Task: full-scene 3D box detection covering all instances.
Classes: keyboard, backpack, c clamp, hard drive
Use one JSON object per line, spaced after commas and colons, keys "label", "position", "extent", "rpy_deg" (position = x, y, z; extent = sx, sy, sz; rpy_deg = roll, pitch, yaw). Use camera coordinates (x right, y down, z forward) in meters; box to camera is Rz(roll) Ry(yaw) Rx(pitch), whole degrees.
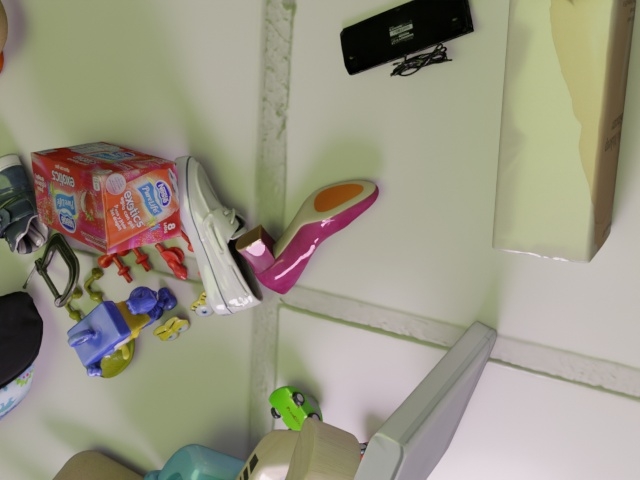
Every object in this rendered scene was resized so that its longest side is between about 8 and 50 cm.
{"label": "keyboard", "position": [0.118, -0.265, 1.238], "extent": [0.192, 0.038, 0.100], "rpy_deg": [-14, 75, 32]}
{"label": "backpack", "position": [-0.687, 0.265, 1.695], "extent": [0.355, 0.290, 0.273], "rpy_deg": [-18, 97, 40]}
{"label": "c clamp", "position": [-0.467, 0.061, 1.626], "extent": [0.161, 0.022, 0.137], "rpy_deg": [37, 107, 45]}
{"label": "hard drive", "position": [0.123, 0.267, 1.204], "extent": [0.047, 0.353, 0.233], "rpy_deg": [28, 117, 18]}

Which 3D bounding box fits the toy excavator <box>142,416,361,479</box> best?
{"label": "toy excavator", "position": [-0.138, 0.406, 1.418], "extent": [0.222, 0.433, 0.445], "rpy_deg": [25, 97, -23]}

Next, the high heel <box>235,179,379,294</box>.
{"label": "high heel", "position": [0.000, 0.000, 1.368], "extent": [0.244, 0.082, 0.117], "rpy_deg": [-29, 123, 19]}

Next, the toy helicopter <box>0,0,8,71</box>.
{"label": "toy helicopter", "position": [-0.642, -0.440, 1.529], "extent": [0.355, 0.140, 0.235], "rpy_deg": [48, 119, 10]}

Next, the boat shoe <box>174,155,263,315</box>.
{"label": "boat shoe", "position": [-0.154, -0.014, 1.432], "extent": [0.084, 0.095, 0.258], "rpy_deg": [-15, 102, 15]}

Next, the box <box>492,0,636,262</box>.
{"label": "box", "position": [0.292, -0.144, 1.109], "extent": [0.121, 0.148, 0.311], "rpy_deg": [9, 111, 25]}

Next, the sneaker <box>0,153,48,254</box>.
{"label": "sneaker", "position": [-0.584, -0.029, 1.652], "extent": [0.226, 0.086, 0.163], "rpy_deg": [-32, 86, 31]}

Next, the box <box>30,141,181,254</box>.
{"label": "box", "position": [-0.335, -0.072, 1.428], "extent": [0.257, 0.128, 0.122], "rpy_deg": [18, 116, 49]}

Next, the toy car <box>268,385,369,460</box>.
{"label": "toy car", "position": [0.005, 0.320, 1.463], "extent": [0.239, 0.053, 0.225], "rpy_deg": [-38, 85, 31]}

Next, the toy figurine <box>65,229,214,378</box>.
{"label": "toy figurine", "position": [-0.356, 0.123, 1.500], "extent": [0.362, 0.217, 0.191], "rpy_deg": [-34, 88, 31]}

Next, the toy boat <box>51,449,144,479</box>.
{"label": "toy boat", "position": [-0.389, 0.503, 1.703], "extent": [0.231, 0.151, 0.151], "rpy_deg": [24, 146, 21]}
